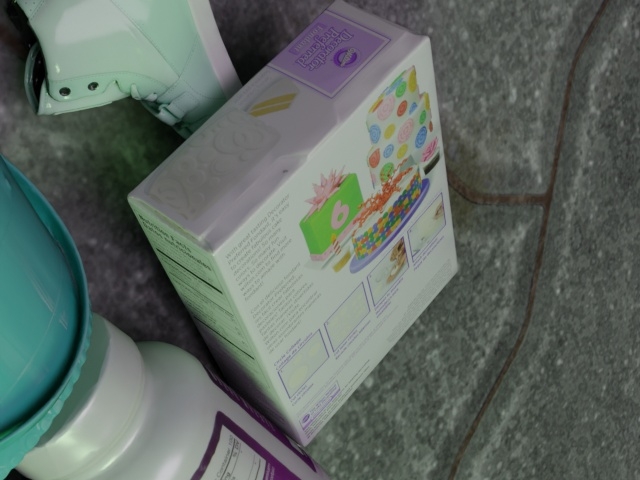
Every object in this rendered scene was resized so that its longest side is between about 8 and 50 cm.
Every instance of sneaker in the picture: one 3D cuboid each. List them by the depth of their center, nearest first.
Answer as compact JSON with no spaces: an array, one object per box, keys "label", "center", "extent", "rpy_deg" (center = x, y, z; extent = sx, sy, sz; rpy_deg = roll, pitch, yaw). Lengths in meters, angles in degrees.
[{"label":"sneaker","center":[-0.143,-0.115,0.793],"extent":[0.151,0.094,0.256],"rpy_deg":[-31,132,-11]}]

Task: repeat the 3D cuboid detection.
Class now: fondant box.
[{"label":"fondant box","center":[0.000,0.000,0.868],"extent":[0.238,0.096,0.330],"rpy_deg":[-47,150,-20]}]

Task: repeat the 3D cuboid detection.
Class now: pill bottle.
[{"label":"pill bottle","center":[-0.126,0.188,0.842],"extent":[0.169,0.169,0.301],"rpy_deg":[-53,130,-14]}]

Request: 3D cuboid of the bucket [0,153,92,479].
[{"label":"bucket","center":[-0.282,0.037,0.602],"extent":[0.281,0.281,0.183],"rpy_deg":[-47,132,-19]}]
